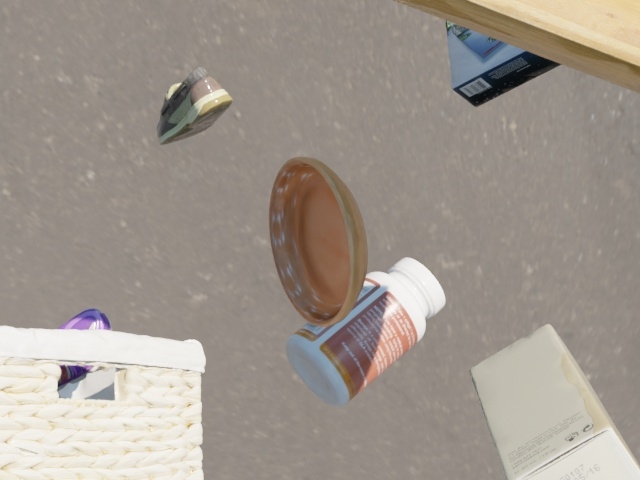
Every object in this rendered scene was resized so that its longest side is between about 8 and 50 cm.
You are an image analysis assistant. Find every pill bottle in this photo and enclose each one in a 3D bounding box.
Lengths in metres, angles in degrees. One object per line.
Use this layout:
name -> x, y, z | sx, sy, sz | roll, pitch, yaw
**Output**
pill bottle -> 0.067, 0.122, 1.690 | 0.216, 0.121, 0.121 | -38, 72, -21

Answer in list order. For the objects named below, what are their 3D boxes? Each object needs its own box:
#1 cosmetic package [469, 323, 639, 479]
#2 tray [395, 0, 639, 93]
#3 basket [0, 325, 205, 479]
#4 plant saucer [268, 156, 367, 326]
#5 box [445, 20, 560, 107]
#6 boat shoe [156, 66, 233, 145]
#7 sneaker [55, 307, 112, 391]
cosmetic package -> 0.253, 0.217, 1.239 | 0.113, 0.309, 0.160 | -32, 102, 8
tray -> 0.231, -0.235, 0.949 | 0.411, 0.076, 0.202 | 18, 84, -14
basket -> -0.344, 0.255, 1.354 | 0.331, 0.328, 0.266 | -17, 72, 41
plant saucer -> 0.000, 0.000, 1.412 | 0.037, 0.200, 0.200 | -10, 71, -28
box -> 0.225, -0.246, 1.162 | 0.233, 0.044, 0.159 | -25, 52, 35
boat shoe -> -0.193, -0.197, 1.775 | 0.080, 0.223, 0.073 | -24, 91, -25
sneaker -> -0.304, 0.138, 1.388 | 0.068, 0.071, 0.170 | 40, 61, 11
